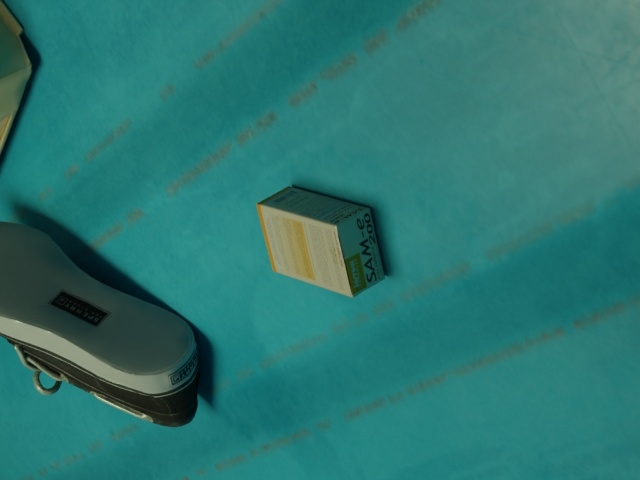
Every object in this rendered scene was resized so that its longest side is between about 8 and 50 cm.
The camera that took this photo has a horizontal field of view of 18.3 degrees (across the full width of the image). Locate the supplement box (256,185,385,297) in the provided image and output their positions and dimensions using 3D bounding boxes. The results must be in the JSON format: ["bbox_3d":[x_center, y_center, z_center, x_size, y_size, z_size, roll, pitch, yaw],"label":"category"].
[{"bbox_3d":[0.000,0.000,1.520,0.098,0.036,0.062,18,128,48],"label":"supplement box"}]

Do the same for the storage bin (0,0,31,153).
[{"bbox_3d":[-0.406,-0.176,1.867,0.260,0.123,0.262,53,147,13],"label":"storage bin"}]

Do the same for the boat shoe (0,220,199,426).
[{"bbox_3d":[-0.235,0.081,1.849,0.306,0.113,0.105,21,140,24],"label":"boat shoe"}]
